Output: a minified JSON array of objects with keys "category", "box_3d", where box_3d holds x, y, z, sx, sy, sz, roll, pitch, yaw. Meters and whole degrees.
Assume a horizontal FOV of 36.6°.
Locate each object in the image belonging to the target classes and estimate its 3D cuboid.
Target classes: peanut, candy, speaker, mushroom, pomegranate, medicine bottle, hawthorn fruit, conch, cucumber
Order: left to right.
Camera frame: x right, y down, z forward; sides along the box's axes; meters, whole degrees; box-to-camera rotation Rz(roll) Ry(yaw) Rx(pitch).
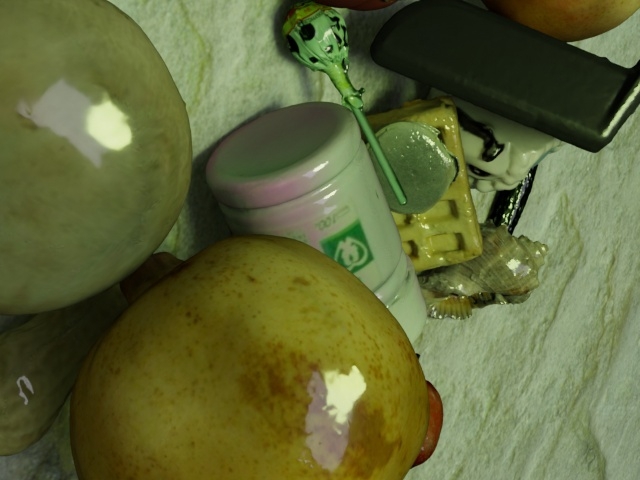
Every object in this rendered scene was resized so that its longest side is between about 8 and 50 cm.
[{"category":"mushroom","box_3d":[-0.312,-0.104,0.980,0.362,0.295,0.362,-6,125,-9]},{"category":"peanut","box_3d":[-0.317,0.133,1.122,0.257,0.123,0.123,-50,128,-19]},{"category":"pomegranate","box_3d":[-0.079,0.171,1.066,0.416,0.416,0.417,-12,110,-38]},{"category":"medicine bottle","box_3d":[0.000,0.000,1.299,0.212,0.212,0.325,-41,126,-25]},{"category":"candy","box_3d":[0.042,-0.183,1.292,0.083,0.091,0.305,-27,86,6]},{"category":"hawthorn fruit","box_3d":[0.120,0.264,1.519,0.157,0.157,0.194,37,67,-41]},{"category":"conch","box_3d":[0.255,0.059,1.582,0.245,0.163,0.178,-22,122,2]},{"category":"cucumber","box_3d":[0.327,-0.066,1.672,0.058,0.052,0.215,19,89,-22]},{"category":"speaker","box_3d":[0.282,-0.258,1.334,0.180,0.388,0.184,-38,150,-77]},{"category":"pomegranate","box_3d":[0.370,-0.450,1.427,0.319,0.319,0.319,-12,110,-38]}]

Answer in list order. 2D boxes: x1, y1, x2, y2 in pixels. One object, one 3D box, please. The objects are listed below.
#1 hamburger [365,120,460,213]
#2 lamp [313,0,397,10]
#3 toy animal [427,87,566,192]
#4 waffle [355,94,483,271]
[{"category":"hamburger","box_3d":[0.120,-0.103,1.354,0.140,0.062,0.133,42,112,-16]},{"category":"lamp","box_3d":[0.063,-0.428,1.199,0.303,0.257,0.303,-27,153,-15]},{"category":"toy animal","box_3d":[0.266,-0.172,1.511,0.204,0.208,0.156,-38,160,-26]},{"category":"waffle","box_3d":[0.140,-0.071,1.439,0.057,0.168,0.274,-81,158,-60]}]
